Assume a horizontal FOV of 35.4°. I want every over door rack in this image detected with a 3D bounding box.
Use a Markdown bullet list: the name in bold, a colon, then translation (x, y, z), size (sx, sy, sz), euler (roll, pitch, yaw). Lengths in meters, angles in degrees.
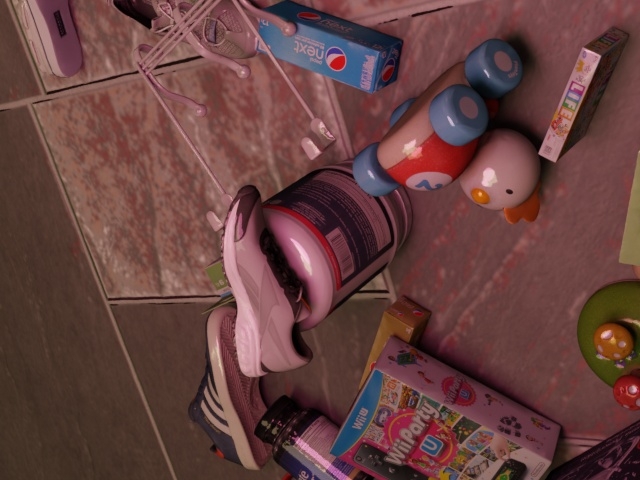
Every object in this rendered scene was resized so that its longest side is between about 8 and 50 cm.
- **over door rack**: translation (-0.122, -0.209, 1.469), size (0.239, 0.108, 0.324), euler (-35, 76, 37)

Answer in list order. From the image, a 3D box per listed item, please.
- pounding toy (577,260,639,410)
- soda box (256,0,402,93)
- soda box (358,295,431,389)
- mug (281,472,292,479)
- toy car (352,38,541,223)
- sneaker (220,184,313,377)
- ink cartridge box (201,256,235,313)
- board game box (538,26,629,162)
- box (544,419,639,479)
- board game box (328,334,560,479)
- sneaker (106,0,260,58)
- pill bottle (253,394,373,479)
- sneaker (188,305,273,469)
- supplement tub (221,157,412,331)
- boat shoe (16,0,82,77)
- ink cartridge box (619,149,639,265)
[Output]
- **pounding toy**: translation (0.437, 0.141, 1.365), size (0.183, 0.110, 0.237), euler (39, 132, 13)
- **soda box**: translation (0.011, -0.287, 1.476), size (0.210, 0.071, 0.067), euler (25, 126, 24)
- **soda box**: translation (0.121, 0.183, 1.657), size (0.058, 0.061, 0.181), euler (31, 129, 21)
- **mug**: translation (-0.042, 0.540, 1.970), size (0.113, 0.150, 0.169), euler (27, 144, -25)
- **toy car**: translation (0.212, -0.103, 1.355), size (0.238, 0.210, 0.219), euler (45, 144, -9)
- **sneaker**: translation (-0.069, 0.054, 1.349), size (0.108, 0.100, 0.272), euler (-4, 110, 12)
- **ink cartridge box**: translation (-0.115, 0.035, 1.654), size (0.109, 0.209, 0.062), euler (-24, 99, 42)
- **board game box**: translation (0.332, -0.184, 1.269), size (0.026, 0.103, 0.154), euler (31, 129, 20)
- **box**: translation (0.423, 0.405, 1.383), size (0.179, 0.312, 0.343), euler (48, 132, 6)
- **board game box**: translation (0.194, 0.318, 1.610), size (0.303, 0.097, 0.224), euler (28, 128, 5)
- **sneaker**: translation (-0.214, -0.343, 1.585), size (0.281, 0.115, 0.105), euler (22, 125, 26)
- **pill bottle**: translation (-0.009, 0.384, 1.826), size (0.219, 0.123, 0.123), euler (36, 130, 16)
- **sneaker**: translation (-0.193, 0.280, 1.900), size (0.148, 0.131, 0.350), euler (5, 117, 30)
- **supplement tub**: translation (0.000, 0.000, 1.505), size (0.191, 0.272, 0.191), euler (17, 123, 29)
- **boat shoe**: translation (-0.498, -0.413, 1.776), size (0.084, 0.095, 0.258), euler (9, 118, 29)
- **ink cartridge box**: translation (0.499, -0.012, 1.233), size (0.235, 0.056, 0.171), euler (8, 121, 13)
